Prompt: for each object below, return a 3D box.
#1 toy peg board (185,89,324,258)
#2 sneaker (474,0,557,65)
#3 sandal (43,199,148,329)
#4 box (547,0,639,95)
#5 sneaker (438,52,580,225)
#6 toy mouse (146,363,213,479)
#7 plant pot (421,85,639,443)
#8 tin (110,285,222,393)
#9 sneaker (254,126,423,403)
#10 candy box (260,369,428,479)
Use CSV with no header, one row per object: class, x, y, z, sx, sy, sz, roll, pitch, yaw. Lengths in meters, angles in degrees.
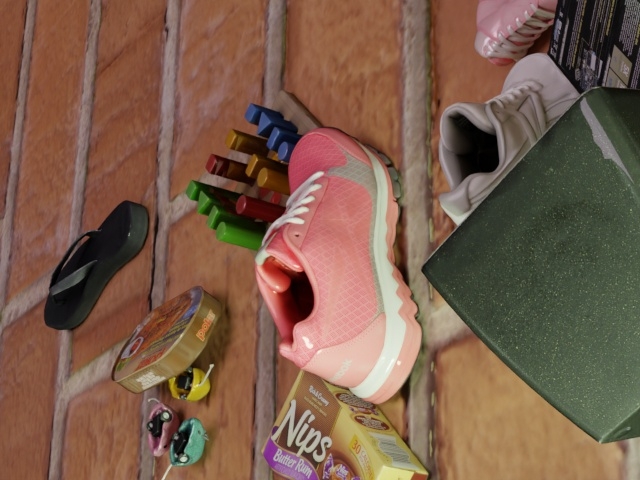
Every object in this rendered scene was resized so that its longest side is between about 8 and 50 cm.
toy peg board,-0.069,-0.068,1.603,0.160,0.079,0.161,-65,32,17
sneaker,0.175,-0.182,1.278,0.134,0.051,0.070,5,82,63
sandal,-0.309,0.026,1.986,0.254,0.054,0.097,-47,40,39
box,0.239,-0.178,1.075,0.147,0.077,0.180,-117,25,-50
sneaker,0.147,-0.084,1.172,0.090,0.115,0.232,-32,28,36
toy mouse,-0.156,0.211,1.666,0.161,0.031,0.143,-10,68,58
plant pot,0.216,0.026,0.989,0.187,0.188,0.167,-49,58,36
tin,-0.175,0.115,1.705,0.190,0.040,0.106,-28,27,52
sneaker,0.000,0.000,1.398,0.116,0.136,0.314,-49,38,35
candy box,0.018,0.200,1.360,0.109,0.053,0.186,-65,32,16
